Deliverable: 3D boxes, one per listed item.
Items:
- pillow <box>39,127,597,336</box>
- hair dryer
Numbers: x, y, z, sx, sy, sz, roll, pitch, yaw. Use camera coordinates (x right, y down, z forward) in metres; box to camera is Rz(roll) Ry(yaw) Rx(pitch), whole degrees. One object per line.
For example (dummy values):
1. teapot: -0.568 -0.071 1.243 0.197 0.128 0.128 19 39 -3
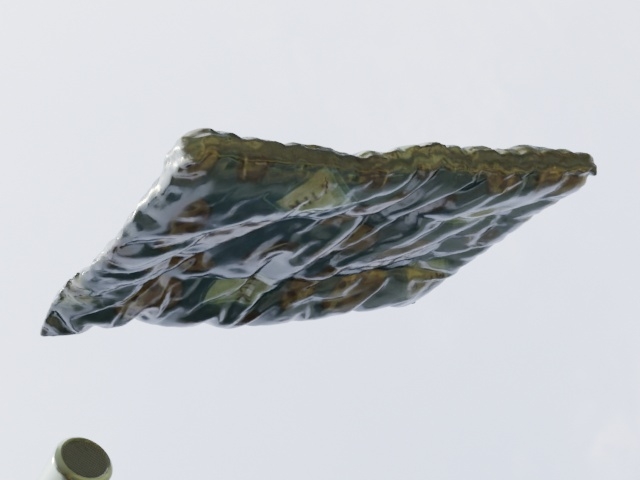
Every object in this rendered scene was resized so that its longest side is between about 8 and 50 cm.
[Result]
1. pillow: 0.001 0.001 0.714 0.256 0.189 0.034 -3 -116 -35
2. hair dryer: -0.156 0.173 0.785 0.038 0.063 0.124 26 -148 -11
